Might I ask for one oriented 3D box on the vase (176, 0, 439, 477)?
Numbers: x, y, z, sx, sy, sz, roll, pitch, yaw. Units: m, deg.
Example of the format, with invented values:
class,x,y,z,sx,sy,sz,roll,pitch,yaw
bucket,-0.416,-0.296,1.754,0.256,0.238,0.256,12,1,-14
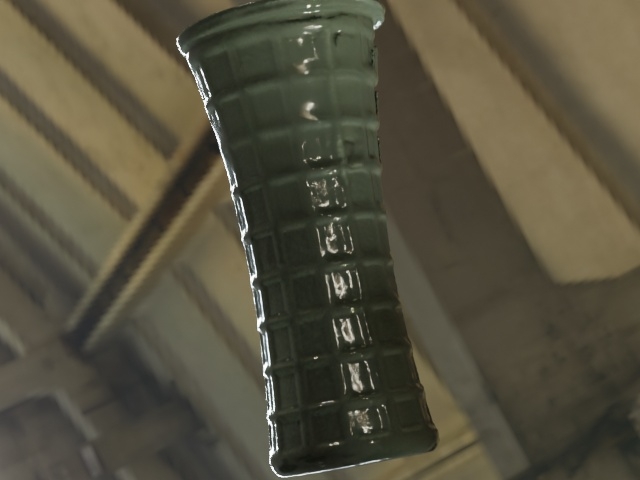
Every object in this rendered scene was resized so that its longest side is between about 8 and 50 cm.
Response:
class,x,y,z,sx,sy,sz,roll,pitch,yaw
vase,0.000,0.000,1.093,0.143,0.143,0.299,-23,-104,62
